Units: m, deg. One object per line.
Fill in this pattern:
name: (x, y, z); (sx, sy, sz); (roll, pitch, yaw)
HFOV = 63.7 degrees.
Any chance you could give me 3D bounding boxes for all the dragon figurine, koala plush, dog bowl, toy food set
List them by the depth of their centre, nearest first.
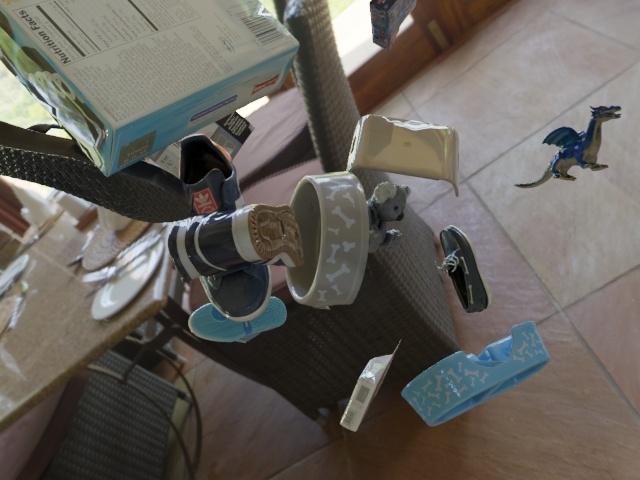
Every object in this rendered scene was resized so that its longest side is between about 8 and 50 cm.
dog bowl: (0.290, 0.246, 0.937); (0.297, 0.166, 0.074); (-17, 58, -21)
dog bowl: (0.000, 0.000, 1.244); (0.348, 0.102, 0.349); (-177, 90, -70)
dragon figurine: (0.607, -0.226, 1.262); (0.289, 0.085, 0.144); (-27, 66, 58)
toy food set: (0.231, -0.227, 1.412); (0.305, 0.092, 0.220); (9, 51, 6)
koala plush: (0.197, -0.100, 1.684); (0.203, 0.196, 0.221); (49, 118, 26)

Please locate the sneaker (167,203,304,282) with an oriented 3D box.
sneaker: (-0.124, 0.004, 0.788); (0.153, 0.282, 0.099); (-13, 84, 11)

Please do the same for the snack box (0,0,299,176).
snack box: (-0.191, -0.218, 0.403); (0.187, 0.322, 0.060); (-40, -5, -37)

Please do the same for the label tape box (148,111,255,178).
label tape box: (-0.380, -0.317, 1.402); (0.105, 0.333, 0.241); (-25, 32, 54)

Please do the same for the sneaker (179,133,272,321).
sneaker: (-0.184, -0.031, 0.900); (0.131, 0.148, 0.350); (-21, 68, -2)

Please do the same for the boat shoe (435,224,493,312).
boat shoe: (0.371, 0.075, 1.380); (0.095, 0.079, 0.255); (118, 139, -61)

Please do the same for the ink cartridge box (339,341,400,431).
ink cartridge box: (0.140, 0.385, 1.413); (0.224, 0.056, 0.181); (-44, -25, -57)

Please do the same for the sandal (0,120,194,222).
sandal: (-0.242, -0.083, 0.502); (0.097, 0.254, 0.055); (101, -172, -64)

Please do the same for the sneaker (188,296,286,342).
sneaker: (-0.283, 0.267, 1.605); (0.208, 0.318, 0.127); (-34, 63, 48)

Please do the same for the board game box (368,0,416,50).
board game box: (0.203, -0.647, 1.451); (0.194, 0.060, 0.194); (-55, -12, -17)
